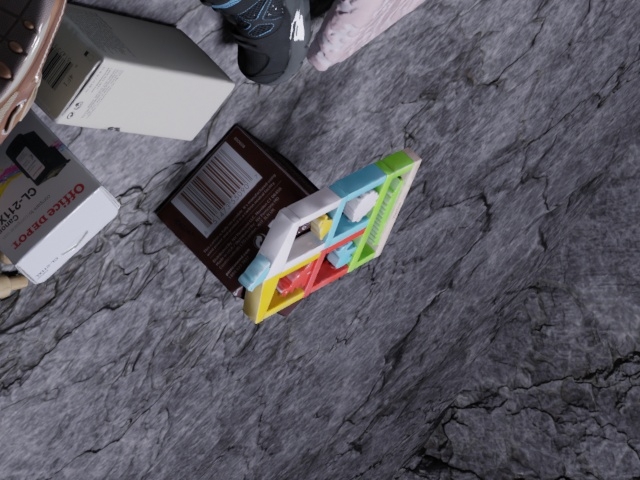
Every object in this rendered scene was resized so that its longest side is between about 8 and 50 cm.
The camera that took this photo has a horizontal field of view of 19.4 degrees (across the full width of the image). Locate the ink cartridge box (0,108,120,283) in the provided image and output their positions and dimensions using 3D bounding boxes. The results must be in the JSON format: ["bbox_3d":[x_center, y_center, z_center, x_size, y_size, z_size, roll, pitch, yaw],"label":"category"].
[{"bbox_3d":[-0.321,-0.061,2.009,0.127,0.175,0.072,-43,159,-5],"label":"ink cartridge box"}]

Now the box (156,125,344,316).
[{"bbox_3d":[-0.080,-0.023,2.529,0.168,0.167,0.203,-48,159,5],"label":"box"}]

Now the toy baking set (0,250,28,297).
[{"bbox_3d":[-0.359,-0.002,2.246,0.196,0.030,0.256,-54,157,21],"label":"toy baking set"}]

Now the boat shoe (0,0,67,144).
[{"bbox_3d":[-0.341,-0.165,1.871,0.324,0.123,0.116,-45,170,36],"label":"boat shoe"}]

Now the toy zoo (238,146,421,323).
[{"bbox_3d":[0.000,0.000,2.443,0.293,0.030,0.192,-28,152,-39],"label":"toy zoo"}]

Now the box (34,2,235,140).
[{"bbox_3d":[-0.219,-0.184,2.062,0.094,0.113,0.275,-51,157,17],"label":"box"}]

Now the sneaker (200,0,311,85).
[{"bbox_3d":[-0.079,-0.296,2.154,0.140,0.125,0.341,-9,151,-13],"label":"sneaker"}]

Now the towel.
[{"bbox_3d":[0.142,-0.369,2.310,0.317,0.053,0.332,-37,170,-30],"label":"towel"}]
